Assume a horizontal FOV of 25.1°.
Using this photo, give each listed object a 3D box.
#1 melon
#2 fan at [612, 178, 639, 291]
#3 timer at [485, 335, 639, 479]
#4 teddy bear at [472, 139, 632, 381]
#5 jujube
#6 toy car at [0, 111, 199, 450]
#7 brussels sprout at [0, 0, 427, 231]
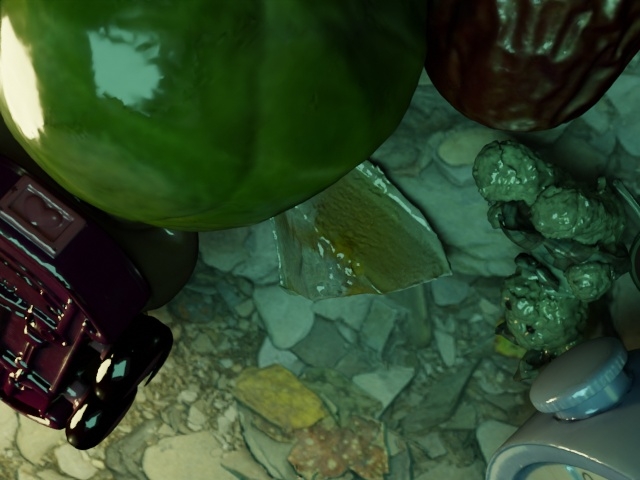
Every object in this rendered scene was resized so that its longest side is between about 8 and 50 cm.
[{"bbox_3d":[0.000,0.001,1.206,0.202,0.093,0.139,41,128,2],"label":"melon"},{"bbox_3d":[0.277,0.002,1.159,0.085,0.005,0.133,-34,101,30],"label":"fan"},{"bbox_3d":[0.277,0.246,1.081,0.395,0.173,0.395,43,158,22],"label":"timer"},{"bbox_3d":[0.190,0.009,1.144,0.111,0.133,0.213,-24,135,-17],"label":"teddy bear"},{"bbox_3d":[0.164,-0.196,1.000,0.183,0.183,0.243,19,119,9],"label":"jujube"},{"bbox_3d":[-0.217,-0.005,1.215,0.271,0.240,0.340,39,148,-1],"label":"toy car"},{"bbox_3d":[-0.070,-0.169,0.995,0.289,0.354,0.281,23,152,-18],"label":"brussels sprout"}]
